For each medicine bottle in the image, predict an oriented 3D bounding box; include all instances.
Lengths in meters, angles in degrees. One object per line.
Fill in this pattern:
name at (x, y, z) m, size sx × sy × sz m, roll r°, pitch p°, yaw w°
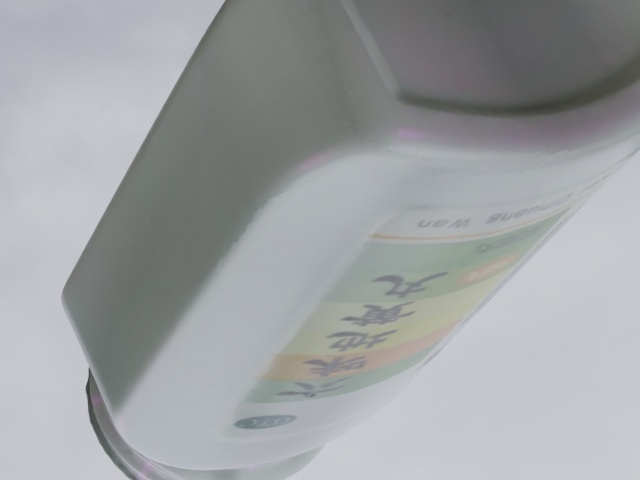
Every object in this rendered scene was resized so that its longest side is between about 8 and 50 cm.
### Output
medicine bottle at (0.000, 0.000, 0.685) m, size 0.179 × 0.324 × 0.124 m, roll -16°, pitch -110°, yaw -33°
